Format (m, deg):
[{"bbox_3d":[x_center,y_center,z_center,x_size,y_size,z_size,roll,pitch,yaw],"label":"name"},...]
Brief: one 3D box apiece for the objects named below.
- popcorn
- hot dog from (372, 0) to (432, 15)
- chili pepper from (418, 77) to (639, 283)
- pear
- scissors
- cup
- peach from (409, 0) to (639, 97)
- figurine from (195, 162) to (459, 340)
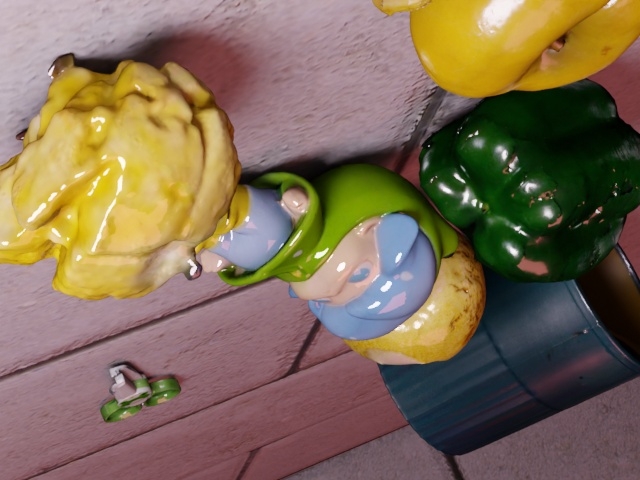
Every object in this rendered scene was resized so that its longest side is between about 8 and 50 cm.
[{"bbox_3d":[-0.129,-0.036,0.797,0.167,0.152,0.148,-39,163,-1],"label":"popcorn"},{"bbox_3d":[0.047,-0.204,0.622,0.068,0.083,0.289,-8,160,-1],"label":"hot dog"},{"bbox_3d":[0.205,-0.067,1.161,0.261,0.174,0.165,-22,143,-46],"label":"chili pepper"},{"bbox_3d":[0.089,0.055,1.354,0.178,0.178,0.178,-23,164,-7],"label":"pear"},{"bbox_3d":[-0.218,0.174,1.516,0.101,0.027,0.204,-24,166,-7],"label":"scissors"},{"bbox_3d":[0.239,0.093,1.658,0.292,0.308,0.242,-33,130,26],"label":"cup"},{"bbox_3d":[0.146,-0.163,0.872,0.179,0.103,0.179,-25,162,-9],"label":"peach"},{"bbox_3d":[0.000,0.000,1.127,0.263,0.143,0.162,14,139,-40],"label":"figurine"}]
